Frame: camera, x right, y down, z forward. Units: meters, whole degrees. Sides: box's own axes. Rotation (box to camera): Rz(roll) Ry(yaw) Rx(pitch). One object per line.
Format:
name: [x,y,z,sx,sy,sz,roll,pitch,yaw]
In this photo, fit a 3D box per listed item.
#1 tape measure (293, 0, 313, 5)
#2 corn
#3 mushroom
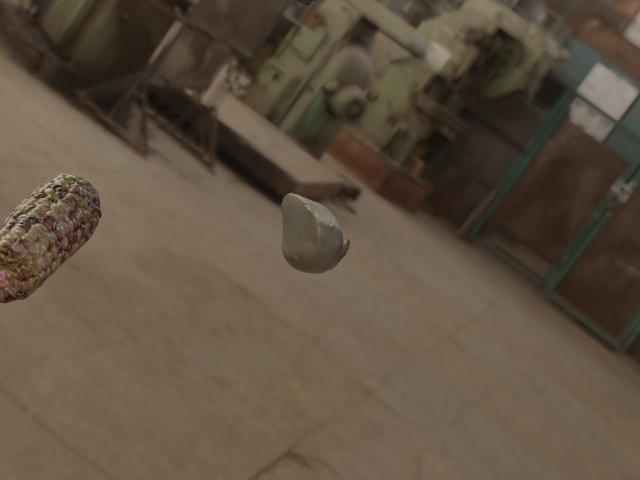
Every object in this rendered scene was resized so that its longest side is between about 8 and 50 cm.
tape measure: [-0.012,-0.328,1.468,0.094,0.091,0.054,3,33,21]
corn: [-0.330,-0.008,1.443,0.092,0.092,0.280,35,19,-5]
mushroom: [0.000,0.000,1.847,0.225,0.093,0.116,31,42,-67]
